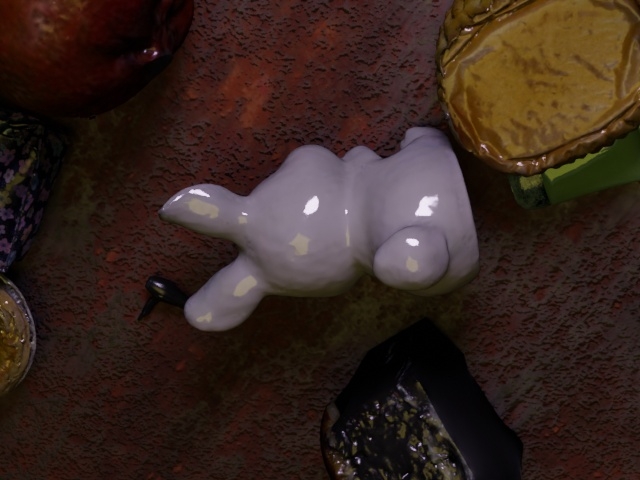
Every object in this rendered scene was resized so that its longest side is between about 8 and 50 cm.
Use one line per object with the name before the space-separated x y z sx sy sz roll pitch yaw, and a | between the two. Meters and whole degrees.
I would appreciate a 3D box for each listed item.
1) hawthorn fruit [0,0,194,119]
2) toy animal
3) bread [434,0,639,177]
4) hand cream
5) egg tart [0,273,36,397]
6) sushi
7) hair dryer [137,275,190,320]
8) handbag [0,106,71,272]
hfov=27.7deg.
hawthorn fruit | -0.281 -0.300 1.460 0.295 0.295 0.311 -31 86 20
toy animal | 0.004 -0.004 1.546 0.368 0.241 0.196 -6 110 12
bread | 0.257 -0.199 1.478 0.253 0.142 0.227 -20 110 20
hand cream | 0.314 -0.090 1.567 0.175 0.046 0.095 -20 108 10
egg tart | -0.495 0.117 1.763 0.234 0.094 0.234 3 114 6
sushi | 0.117 0.275 1.661 0.212 0.215 0.227 -33 105 21
hair dryer | -0.212 0.089 1.746 0.079 0.031 0.083 34 128 -15
handbag | -0.447 -0.082 1.652 0.208 0.127 0.228 26 115 5
